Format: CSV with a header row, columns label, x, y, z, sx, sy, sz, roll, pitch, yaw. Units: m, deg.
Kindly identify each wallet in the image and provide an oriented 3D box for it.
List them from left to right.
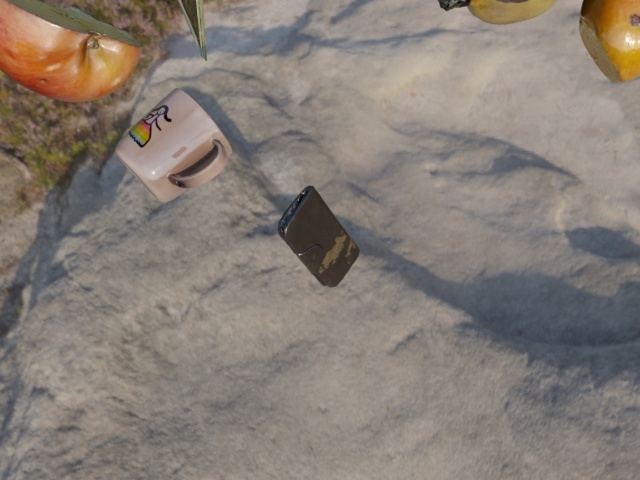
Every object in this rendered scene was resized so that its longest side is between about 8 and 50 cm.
label,x,y,z,sx,sy,sz,roll,pitch,yaw
wallet,0.000,0.000,0.874,0.018,0.156,0.082,19,67,41

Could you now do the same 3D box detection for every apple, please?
label,x,y,z,sx,sy,sz,roll,pitch,yaw
apple,-0.490,-0.344,1.195,0.251,0.293,0.163,36,111,30

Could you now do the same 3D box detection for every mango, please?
label,x,y,z,sx,sy,sz,roll,pitch,yaw
mango,0.427,-0.311,0.919,0.102,0.141,0.217,-20,26,18

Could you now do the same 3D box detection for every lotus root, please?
label,x,y,z,sx,sy,sz,roll,pitch,yaw
lotus root,0.401,-0.573,1.438,0.310,0.183,0.183,-16,54,-18

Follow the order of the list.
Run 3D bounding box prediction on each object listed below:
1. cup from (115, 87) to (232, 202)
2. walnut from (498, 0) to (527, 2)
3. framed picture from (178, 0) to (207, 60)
label,x,y,z,sx,sy,sz,roll,pitch,yaw
cup,-0.319,-0.192,1.446,0.200,0.191,0.253,-44,51,-11
walnut,0.339,-0.495,1.096,0.167,0.167,0.207,25,49,23
framed picture,-0.358,-0.655,1.749,0.016,0.216,0.273,-16,61,-15
